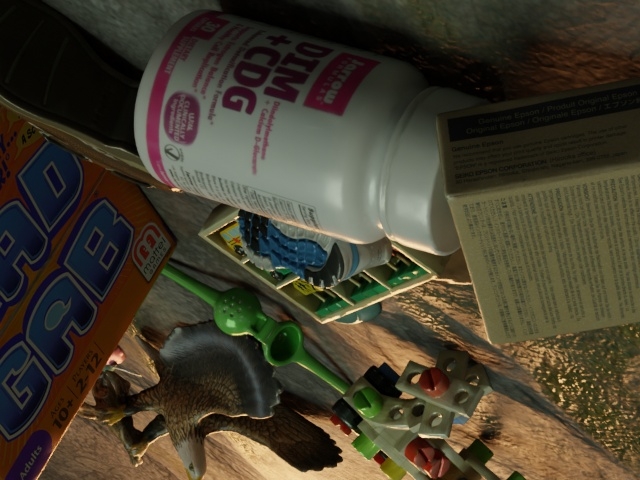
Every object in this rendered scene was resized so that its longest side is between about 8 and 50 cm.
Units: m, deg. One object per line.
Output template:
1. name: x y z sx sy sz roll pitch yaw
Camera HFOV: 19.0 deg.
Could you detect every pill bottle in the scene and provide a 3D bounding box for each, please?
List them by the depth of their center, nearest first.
1. pill bottle: -0.001 -0.090 1.628 0.283 0.160 0.160 17 154 25

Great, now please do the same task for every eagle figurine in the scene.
1. eagle figurine: -0.139 0.213 2.445 0.298 0.225 0.226 -16 -178 21

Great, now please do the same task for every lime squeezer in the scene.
1. lime squeezer: -0.076 0.108 2.260 0.310 0.059 0.110 34 157 -11

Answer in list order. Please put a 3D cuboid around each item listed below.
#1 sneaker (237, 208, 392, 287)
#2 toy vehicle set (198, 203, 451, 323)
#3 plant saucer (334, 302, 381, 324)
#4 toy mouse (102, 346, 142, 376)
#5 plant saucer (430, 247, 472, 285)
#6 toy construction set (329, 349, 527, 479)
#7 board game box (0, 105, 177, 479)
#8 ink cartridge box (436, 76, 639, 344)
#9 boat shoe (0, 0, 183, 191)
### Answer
1. sneaker: -0.005 -0.003 1.742 0.191 0.083 0.071 28 120 51
2. toy vehicle set: 0.000 0.000 1.870 0.166 0.035 0.267 35 156 -13
3. plant saucer: 0.009 0.060 2.103 0.119 0.021 0.119 25 157 12
4. toy mouse: -0.314 0.162 2.681 0.143 0.031 0.161 37 156 -17
5. plant saucer: 0.068 -0.041 1.805 0.278 0.041 0.278 25 156 12
6. toy construction set: 0.134 0.244 2.172 0.215 0.151 0.327 42 163 43
7. board game box: -0.447 0.011 2.108 0.356 0.356 0.356 14 153 32
8. ink cartridge box: 0.206 -0.020 1.521 0.193 0.088 0.234 -10 146 8
9. boat shoe: -0.249 -0.136 1.888 0.307 0.110 0.104 34 156 -10
